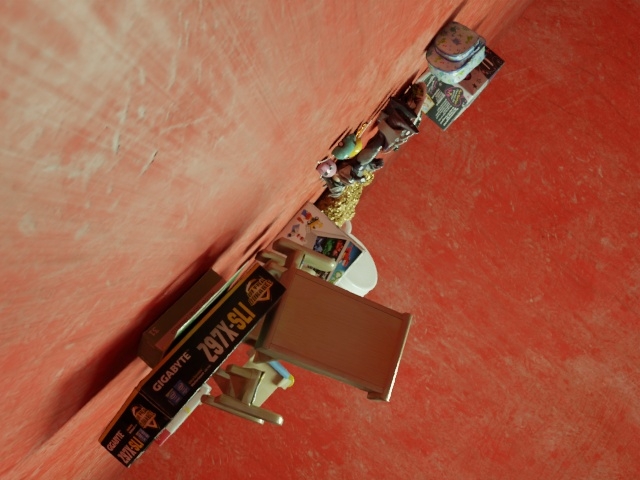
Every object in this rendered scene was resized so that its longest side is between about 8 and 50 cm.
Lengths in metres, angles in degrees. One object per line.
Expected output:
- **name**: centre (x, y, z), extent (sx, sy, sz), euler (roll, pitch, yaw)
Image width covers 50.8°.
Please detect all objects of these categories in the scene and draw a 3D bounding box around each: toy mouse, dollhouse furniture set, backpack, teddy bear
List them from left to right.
- **dollhouse furniture set**: centre (-0.276, 0.456, 2.256), extent (0.286, 0.303, 0.198), euler (-49, 176, 4)
- **dollhouse furniture set**: centre (-0.031, 0.203, 1.390), extent (0.394, 0.257, 0.361), euler (-31, -143, 66)
- **teddy bear**: centre (0.034, -0.075, 1.878), extent (0.338, 0.113, 0.245), euler (-49, 175, -4)
- **toy mouse**: centre (0.036, -0.167, 1.369), extent (0.161, 0.031, 0.143), euler (-45, 175, 32)
- **backpack**: centre (0.284, -0.404, 1.445), extent (0.114, 0.105, 0.084), euler (-48, 155, -3)

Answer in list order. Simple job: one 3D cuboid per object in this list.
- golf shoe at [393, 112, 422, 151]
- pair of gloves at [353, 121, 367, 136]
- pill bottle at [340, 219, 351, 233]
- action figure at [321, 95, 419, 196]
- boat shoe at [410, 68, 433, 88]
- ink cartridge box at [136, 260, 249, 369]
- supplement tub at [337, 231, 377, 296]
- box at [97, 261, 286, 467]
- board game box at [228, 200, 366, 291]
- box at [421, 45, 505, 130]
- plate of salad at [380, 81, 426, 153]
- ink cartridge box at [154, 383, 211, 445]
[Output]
- **golf shoe**: centre (0.236, -0.341, 1.931), extent (0.093, 0.077, 0.198), euler (-64, -171, -29)
- **pair of gloves**: centre (0.066, -0.219, 1.456), extent (0.083, 0.010, 0.074), euler (-44, 176, -33)
- **pill bottle**: centre (0.000, 0.000, 2.213), extent (0.121, 0.121, 0.221), euler (-46, 176, -47)
- **action figure**: centre (0.107, -0.194, 1.568), extent (0.285, 0.099, 0.185), euler (-47, -175, 32)
- **boat shoe**: centre (0.251, -0.384, 1.758), extent (0.142, 0.040, 0.049), euler (-49, 177, 13)
- **ink cartridge box**: centre (-0.218, 0.115, 1.124), extent (0.171, 0.056, 0.235), euler (-47, 176, -32)
- **supplement tub**: centre (-0.013, 0.138, 2.093), extent (0.331, 0.241, 0.241), euler (-35, -175, 32)
- **box**: centre (-0.215, 0.209, 1.148), extent (0.322, 0.079, 0.257), euler (-48, -179, -43)
- **board game box**: centre (-0.058, 0.078, 1.677), extent (0.305, 0.193, 0.053), euler (-48, 177, -1)
- **box**: centre (0.411, -0.471, 2.001), extent (0.247, 0.142, 0.163), euler (-47, 177, -39)
- **plate of salad**: centre (0.193, -0.307, 1.661), extent (0.199, 0.048, 0.199), euler (-55, -163, 27)
- **ink cartridge box**: centre (-0.375, 0.392, 1.669), extent (0.176, 0.128, 0.127), euler (-48, 177, -11)
